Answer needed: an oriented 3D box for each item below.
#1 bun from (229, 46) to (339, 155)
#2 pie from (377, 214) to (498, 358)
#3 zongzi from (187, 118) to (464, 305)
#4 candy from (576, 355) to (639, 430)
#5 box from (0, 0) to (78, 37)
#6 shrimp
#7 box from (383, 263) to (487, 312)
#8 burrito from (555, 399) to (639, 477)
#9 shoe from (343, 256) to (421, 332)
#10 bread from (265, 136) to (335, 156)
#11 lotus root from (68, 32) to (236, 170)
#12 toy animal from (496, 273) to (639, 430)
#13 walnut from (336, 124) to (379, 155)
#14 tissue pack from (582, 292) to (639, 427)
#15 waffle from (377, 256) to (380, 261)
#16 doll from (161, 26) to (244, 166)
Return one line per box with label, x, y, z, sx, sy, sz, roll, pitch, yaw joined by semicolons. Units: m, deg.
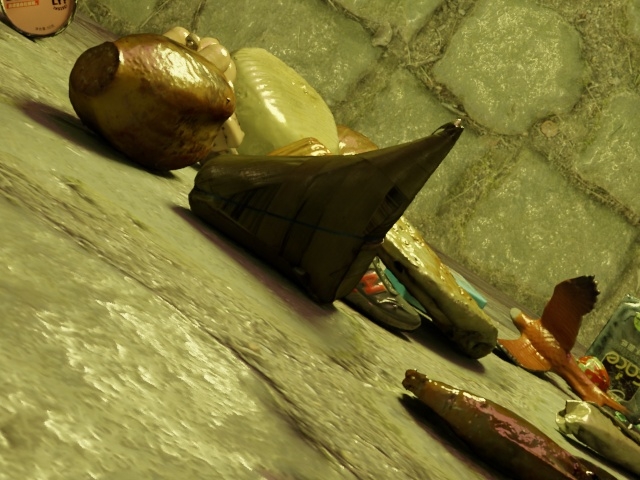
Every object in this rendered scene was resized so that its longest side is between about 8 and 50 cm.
bun;-0.124;-0.263;2.289;0.362;0.234;0.326;51;18;15
pie;0.168;0.056;1.644;0.339;0.077;0.339;49;3;-4
zongzi;-0.003;-0.093;1.288;0.260;0.289;0.123;35;19;10
candy;0.612;0.348;2.067;0.288;0.078;0.084;47;-8;26
box;-0.571;-0.482;2.098;0.151;0.151;0.135;32;-3;-10
shrimp;0.194;0.208;1.070;0.253;0.058;0.173;32;-2;3
box;0.211;0.085;1.931;0.142;0.083;0.232;33;8;-10
burrito;0.443;0.301;1.529;0.226;0.060;0.087;32;12;-22
shoe;0.067;0.057;1.435;0.194;0.077;0.074;32;6;-4
bread;0.004;-0.084;1.883;0.274;0.149;0.274;37;-2;2
lotus root;-0.244;-0.203;1.439;0.193;0.193;0.291;35;10;18
toy animal;0.489;0.235;2.008;0.284;0.225;0.302;53;-4;5
walnut;0.049;-0.184;2.606;0.228;0.228;0.228;33;6;-4
tissue pack;0.653;0.251;2.162;0.173;0.235;0.073;36;7;19
waffle;0.000;-0.001;1.619;0.283;0.065;0.309;28;9;-35
doll;-0.190;-0.228;1.737;0.154;0.119;0.278;20;-39;40
